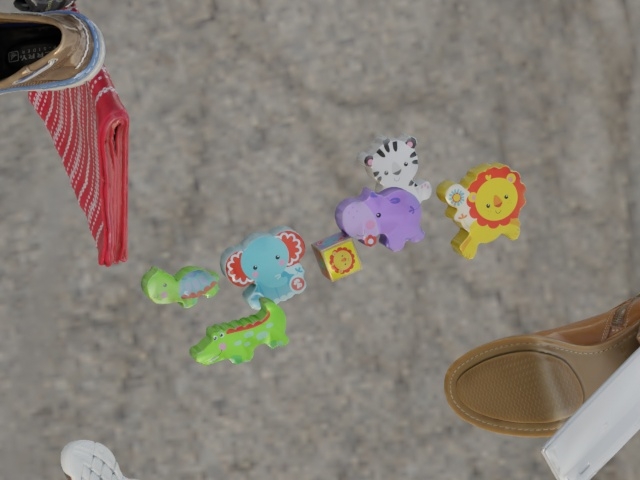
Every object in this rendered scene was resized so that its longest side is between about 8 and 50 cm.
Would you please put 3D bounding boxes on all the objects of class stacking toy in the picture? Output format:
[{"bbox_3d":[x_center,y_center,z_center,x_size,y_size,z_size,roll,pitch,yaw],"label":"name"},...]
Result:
[{"bbox_3d":[0.000,0.000,1.087,0.221,0.167,0.052,-24,106,-12],"label":"stacking toy"}]

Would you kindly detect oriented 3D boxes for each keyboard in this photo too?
[{"bbox_3d":[0.270,0.092,1.364,0.256,0.014,0.072,-44,133,-10],"label":"keyboard"}]

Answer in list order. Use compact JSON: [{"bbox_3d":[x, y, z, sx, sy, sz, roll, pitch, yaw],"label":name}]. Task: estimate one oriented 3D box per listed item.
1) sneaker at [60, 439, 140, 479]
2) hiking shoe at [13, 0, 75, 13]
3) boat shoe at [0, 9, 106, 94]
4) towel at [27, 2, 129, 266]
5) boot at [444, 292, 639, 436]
[{"bbox_3d":[-0.243,0.258,1.847,0.158,0.065,0.061,54,46,-50],"label":"sneaker"},{"bbox_3d":[-0.295,-0.298,1.566,0.227,0.086,0.114,50,48,-1],"label":"hiking shoe"},{"bbox_3d":[-0.234,-0.118,1.119,0.066,0.183,0.066,26,51,-77],"label":"boat shoe"},{"bbox_3d":[-0.235,-0.130,1.663,0.199,0.031,0.275,98,-28,-45],"label":"towel"},{"bbox_3d":[0.279,0.109,1.806,0.109,0.283,0.220,68,17,-4],"label":"boot"}]
